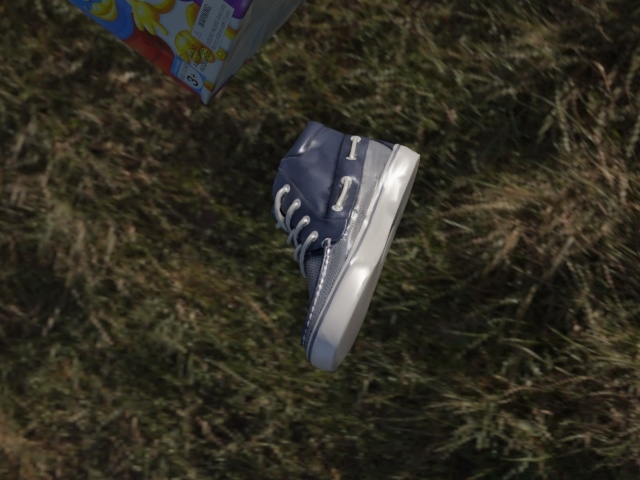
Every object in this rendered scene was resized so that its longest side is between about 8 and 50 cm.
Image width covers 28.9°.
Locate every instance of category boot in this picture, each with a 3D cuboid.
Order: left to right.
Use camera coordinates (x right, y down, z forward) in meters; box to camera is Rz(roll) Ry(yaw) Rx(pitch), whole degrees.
[{"bbox_3d":[0.000,0.000,0.808,0.086,0.069,0.190,18,45,6],"label":"boot"}]

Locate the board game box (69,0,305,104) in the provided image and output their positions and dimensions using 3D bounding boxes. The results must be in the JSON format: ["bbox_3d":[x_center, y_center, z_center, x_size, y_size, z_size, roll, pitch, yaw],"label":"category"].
[{"bbox_3d":[-0.132,-0.251,0.844,0.275,0.144,0.142,37,57,2],"label":"board game box"}]
